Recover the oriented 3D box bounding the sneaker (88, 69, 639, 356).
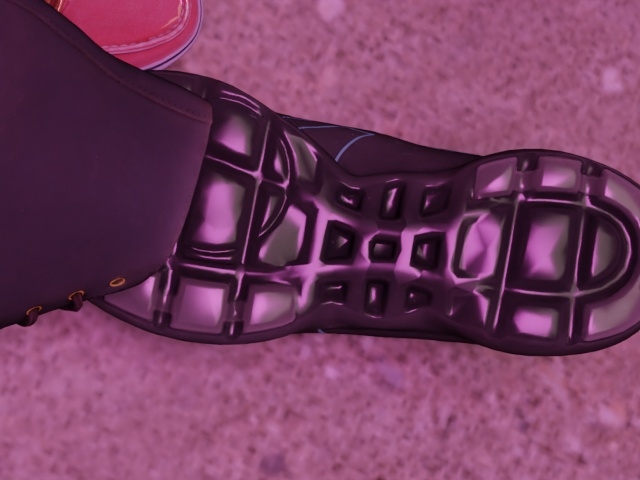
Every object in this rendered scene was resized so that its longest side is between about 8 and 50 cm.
[{"bbox_3d":[0.000,0.000,0.758,0.267,0.106,0.101,12,86,-4],"label":"sneaker"}]

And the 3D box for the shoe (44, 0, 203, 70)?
[{"bbox_3d":[-0.118,-0.093,0.711,0.178,0.081,0.063,1,86,-25],"label":"shoe"}]

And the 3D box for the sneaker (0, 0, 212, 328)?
[{"bbox_3d":[-0.132,0.022,0.664,0.118,0.083,0.222,26,107,-27],"label":"sneaker"}]
